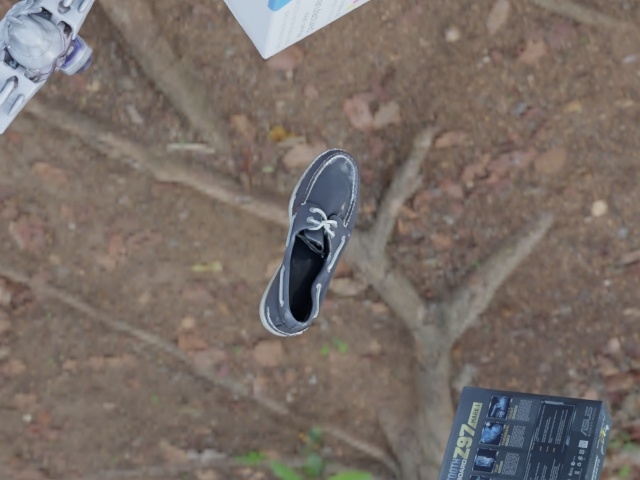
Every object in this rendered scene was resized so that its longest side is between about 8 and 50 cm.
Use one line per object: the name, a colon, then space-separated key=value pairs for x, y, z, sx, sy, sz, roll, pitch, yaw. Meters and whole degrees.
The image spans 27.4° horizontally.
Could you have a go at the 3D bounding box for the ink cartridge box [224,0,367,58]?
ink cartridge box: x=0.026 y=-0.314 z=1.006 sx=0.270 sy=0.197 sz=0.198 roll=-31 pitch=171 yaw=-14

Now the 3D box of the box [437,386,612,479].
box: x=0.232 y=0.294 z=1.560 sx=0.183 sy=0.232 sz=0.059 roll=3 pitch=147 yaw=28

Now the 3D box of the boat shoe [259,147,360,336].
boat shoe: x=0.000 y=0.000 z=1.334 sx=0.075 sy=0.206 sz=0.065 roll=24 pitch=167 yaw=-17

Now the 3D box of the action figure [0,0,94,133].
action figure: x=-0.272 y=-0.176 z=1.195 sx=0.099 sy=0.285 sz=0.185 roll=45 pitch=83 yaw=-10
